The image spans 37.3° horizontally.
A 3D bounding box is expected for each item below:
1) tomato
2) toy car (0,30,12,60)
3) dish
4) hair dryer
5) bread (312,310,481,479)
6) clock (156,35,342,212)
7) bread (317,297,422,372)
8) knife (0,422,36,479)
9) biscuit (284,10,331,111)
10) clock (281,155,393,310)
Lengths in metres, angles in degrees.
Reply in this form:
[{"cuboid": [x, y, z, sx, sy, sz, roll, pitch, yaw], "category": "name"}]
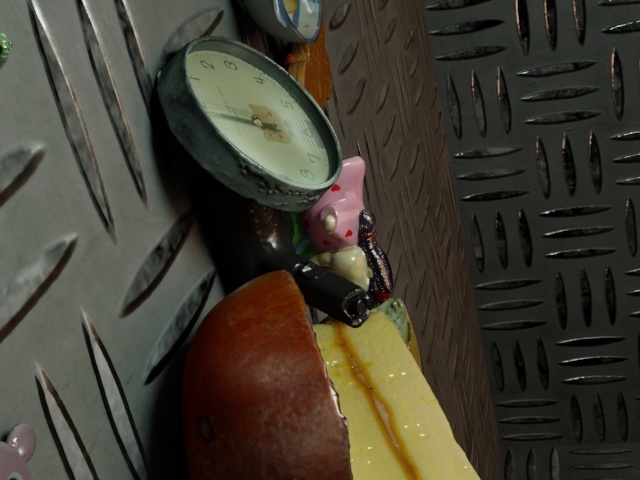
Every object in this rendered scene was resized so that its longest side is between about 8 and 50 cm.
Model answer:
[{"cuboid": [-0.063, 0.200, 0.944, 0.338, 0.144, 0.338, 170, -90, -80], "category": "tomato"}, {"cuboid": [-0.253, -0.187, 0.634, 0.093, 0.058, 0.186, -45, 139, -70], "category": "toy car"}, {"cuboid": [-0.072, -0.372, 1.280, 0.236, 0.086, 0.227, -57, 137, -65], "category": "dish"}, {"cuboid": [-0.028, 0.030, 1.058, 0.089, 0.251, 0.197, -33, 124, -25], "category": "hair dryer"}, {"cuboid": [0.064, 0.206, 1.100, 0.163, 0.168, 0.264, 139, -63, -68], "category": "bread"}, {"cuboid": [-0.072, -0.131, 1.037, 0.226, 0.049, 0.226, 33, 32, -24], "category": "clock"}, {"cuboid": [0.052, 0.234, 1.346, 0.333, 0.160, 0.332, -6, 90, -72], "category": "bread"}, {"cuboid": [-0.263, 0.127, 0.518, 0.398, 0.038, 0.132, 50, 35, -62], "category": "knife"}, {"cuboid": [-0.024, -0.252, 1.441, 0.324, 0.049, 0.205, -84, 169, -55], "category": "biscuit"}, {"cuboid": [0.000, 0.000, 1.203, 0.100, 0.194, 0.195, -24, 99, -44], "category": "clock"}]
